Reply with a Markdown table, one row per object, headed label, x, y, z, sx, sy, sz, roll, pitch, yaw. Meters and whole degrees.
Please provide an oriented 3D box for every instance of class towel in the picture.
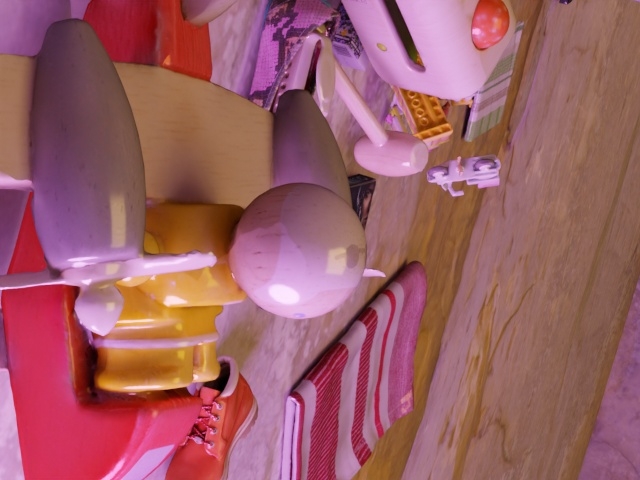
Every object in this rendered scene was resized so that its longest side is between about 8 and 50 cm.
| label | x | y | z | sx | sy | sz | roll | pitch | yaw |
| --- | --- | --- | --- | --- | --- | --- | --- | --- | --- |
| towel | 0.227 | -0.215 | 1.874 | 0.113 | 0.023 | 0.152 | -30 | 137 | -56 |
| towel | 0.045 | 0.198 | 1.748 | 0.329 | 0.037 | 0.237 | -44 | 144 | -49 |

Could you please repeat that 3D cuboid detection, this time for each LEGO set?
| label | x | y | z | sx | sy | sz | roll | pitch | yaw |
| --- | --- | --- | --- | --- | --- | --- | --- | --- | --- |
| LEGO set | 0.128 | -0.182 | 1.555 | 0.107 | 0.132 | 0.286 | 97 | -5 | -70 |

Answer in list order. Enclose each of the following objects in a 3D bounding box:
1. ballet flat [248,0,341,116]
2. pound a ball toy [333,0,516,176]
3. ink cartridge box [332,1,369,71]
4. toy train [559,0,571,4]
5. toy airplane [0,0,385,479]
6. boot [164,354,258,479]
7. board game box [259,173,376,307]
| label | x | y | z | sx | sy | sz | roll | pitch | yaw |
| --- | --- | --- | --- | --- | --- | --- | --- | --- | --- |
| ballet flat | -0.031 | -0.111 | 1.259 | 0.077 | 0.079 | 0.221 | -1 | 109 | -56 |
| pound a ball toy | 0.087 | -0.220 | 1.318 | 0.208 | 0.136 | 0.319 | -59 | 145 | -22 |
| ink cartridge box | 0.047 | -0.235 | 1.411 | 0.115 | 0.029 | 0.063 | -66 | 157 | -11 |
| toy train | 0.373 | -0.421 | 2.042 | 0.036 | 0.027 | 0.158 | -32 | 136 | -63 |
| toy airplane | -0.086 | -0.045 | 0.923 | 0.386 | 0.273 | 0.384 | -54 | 152 | -37 |
| boot | -0.112 | 0.183 | 1.342 | 0.084 | 0.059 | 0.158 | 81 | 26 | -44 |
| board game box | 0.000 | 0.000 | 1.494 | 0.186 | 0.026 | 0.126 | -20 | 126 | -63 |
